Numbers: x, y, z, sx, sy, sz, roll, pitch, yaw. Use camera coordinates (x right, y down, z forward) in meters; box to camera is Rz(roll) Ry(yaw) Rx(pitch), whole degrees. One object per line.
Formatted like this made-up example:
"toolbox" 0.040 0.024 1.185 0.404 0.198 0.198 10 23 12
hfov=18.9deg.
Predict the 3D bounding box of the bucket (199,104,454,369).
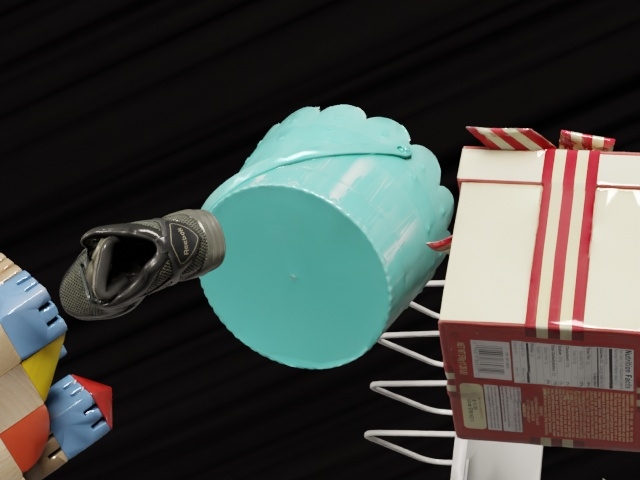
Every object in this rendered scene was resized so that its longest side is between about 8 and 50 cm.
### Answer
"bucket" 0.000 0.000 2.210 0.281 0.281 0.183 63 33 -16

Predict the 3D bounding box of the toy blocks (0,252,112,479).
"toy blocks" -0.326 0.121 1.643 0.190 0.261 0.381 31 -28 54

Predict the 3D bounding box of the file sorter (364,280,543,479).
"file sorter" 0.169 0.202 2.439 0.193 0.173 0.278 27 65 -51

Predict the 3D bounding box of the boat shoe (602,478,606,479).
"boat shoe" 0.313 0.298 2.144 0.063 0.184 0.066 59 36 -24

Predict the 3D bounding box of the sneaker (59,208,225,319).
"sneaker" -0.212 0.029 1.909 0.130 0.227 0.087 -9 83 -46

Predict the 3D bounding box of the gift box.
"gift box" 0.232 0.040 1.963 0.255 0.276 0.258 85 15 -52
